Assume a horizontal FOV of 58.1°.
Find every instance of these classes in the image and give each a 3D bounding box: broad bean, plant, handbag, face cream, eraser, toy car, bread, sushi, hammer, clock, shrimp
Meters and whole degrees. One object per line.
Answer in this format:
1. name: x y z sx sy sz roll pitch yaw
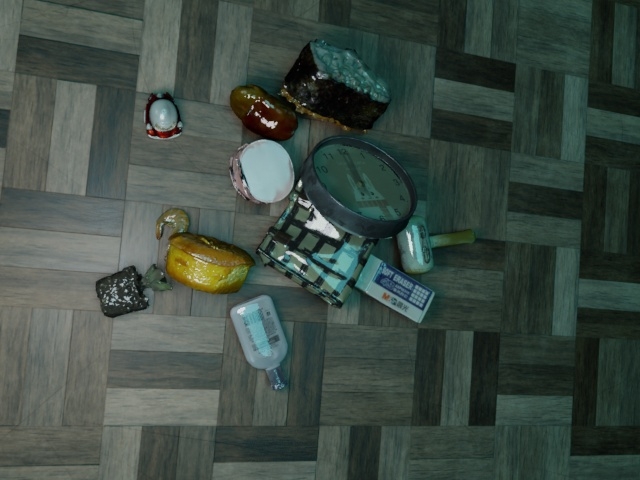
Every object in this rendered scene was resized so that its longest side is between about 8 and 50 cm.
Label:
1. broad bean: -0.178 -0.394 1.787 0.228 0.156 0.122 28 78 -21
2. plant: -0.539 0.141 1.672 0.203 0.142 0.131 -24 85 -8
3. handbag: -0.184 -0.213 1.798 0.179 0.116 0.205 -20 94 -16
4. face cream: -0.173 0.323 1.804 0.143 0.071 0.292 -22 94 -16
5. eraser: 0.236 0.160 1.931 0.278 0.081 0.124 31 80 -14
6. toy car: -0.470 -0.379 1.719 0.112 0.112 0.139 -8 91 -17
7. bread: -0.330 0.062 1.682 0.268 0.268 0.146 19 95 -16
8. sushi: 0.056 -0.493 1.846 0.348 0.207 0.235 21 46 -26
9. hammer: 0.406 0.000 1.984 0.305 0.113 0.202 -10 94 -22
10. clock: 0.127 -0.175 1.806 0.385 0.076 0.386 16 46 -18
11. handbag: 0.000 0.000 1.827 0.326 0.162 0.325 32 77 -8
12. shrimp: -0.459 -0.021 1.744 0.095 0.045 0.163 23 83 -15
